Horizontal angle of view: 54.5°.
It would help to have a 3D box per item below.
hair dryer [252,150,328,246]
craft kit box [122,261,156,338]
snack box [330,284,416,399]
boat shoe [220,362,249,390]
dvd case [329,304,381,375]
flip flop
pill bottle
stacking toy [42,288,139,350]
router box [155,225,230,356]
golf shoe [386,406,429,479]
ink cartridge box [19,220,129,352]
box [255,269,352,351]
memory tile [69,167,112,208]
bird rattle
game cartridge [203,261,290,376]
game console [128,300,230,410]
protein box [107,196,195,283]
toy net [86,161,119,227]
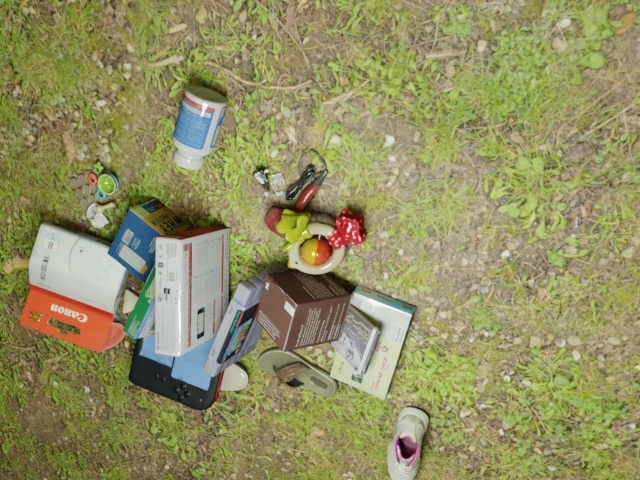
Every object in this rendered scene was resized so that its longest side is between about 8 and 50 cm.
[{"bbox_3d":[-0.066,-0.094,1.794,0.224,0.080,0.293,-12,108,23],"label":"hair dryer"},{"bbox_3d":[-0.470,0.173,1.919,0.061,0.247,0.249,30,96,19],"label":"craft kit box"},{"bbox_3d":[0.155,0.312,1.882,0.187,0.060,0.321,21,116,15],"label":"snack box"},{"bbox_3d":[-0.393,0.440,2.141,0.336,0.095,0.112,6,95,14],"label":"boat shoe"},{"bbox_3d":[0.079,0.271,1.843,0.221,0.018,0.164,39,125,36],"label":"dvd case"},{"bbox_3d":[-0.079,0.438,2.012,0.277,0.080,0.112,25,117,10],"label":"flip flop"},{"bbox_3d":[-0.356,-0.320,1.789,0.124,0.124,0.221,28,117,9],"label":"pill bottle"},{"bbox_3d":[-0.778,0.211,2.206,0.279,0.130,0.309,-41,96,3],"label":"stacking toy"},{"bbox_3d":[-0.373,0.139,1.842,0.082,0.301,0.335,5,98,18],"label":"router box"},{"bbox_3d":[0.259,0.672,1.945,0.115,0.140,0.306,11,116,15],"label":"golf shoe"},{"bbox_3d":[-0.833,0.165,2.087,0.308,0.091,0.384,20,96,-3],"label":"ink cartridge box"},{"bbox_3d":[-0.050,0.195,1.805,0.168,0.203,0.166,42,127,43],"label":"box"},{"bbox_3d":[-0.763,-0.175,2.068,0.148,0.012,0.113,-18,104,26],"label":"memory tile"},{"bbox_3d":[0.000,0.000,1.760,0.254,0.143,0.206,4,120,-16],"label":"bird rattle"},{"bbox_3d":[-0.225,0.245,1.905,0.068,0.230,0.355,33,119,13],"label":"game cartridge"},{"bbox_3d":[-0.464,0.345,2.074,0.342,0.060,0.386,16,96,14],"label":"game console"},{"bbox_3d":[-0.530,0.011,1.982,0.201,0.136,0.199,38,118,3],"label":"protein box"},{"bbox_3d":[-0.732,-0.137,2.037,0.122,0.045,0.232,33,119,6],"label":"toy net"}]
